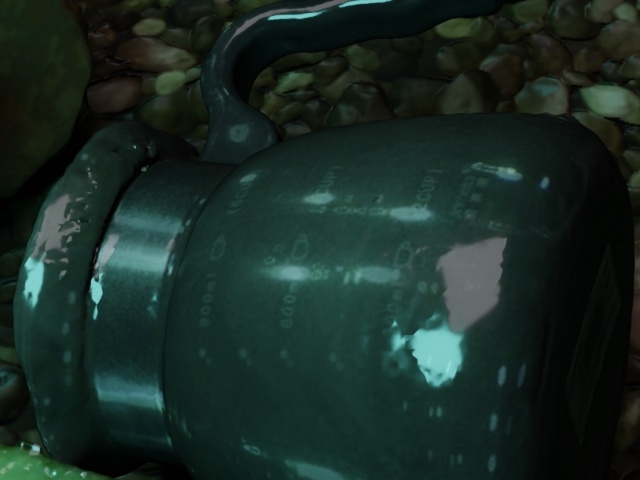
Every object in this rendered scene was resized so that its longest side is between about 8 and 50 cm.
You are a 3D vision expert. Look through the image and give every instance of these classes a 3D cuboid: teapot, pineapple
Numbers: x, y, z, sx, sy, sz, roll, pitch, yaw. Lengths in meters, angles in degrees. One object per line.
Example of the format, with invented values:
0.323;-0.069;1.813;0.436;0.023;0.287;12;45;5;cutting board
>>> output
-0.009;0.003;0.828;0.285;0.223;0.305;7;90;20;teapot
-0.288;-0.149;1.124;0.169;0.169;0.340;-39;45;-21;pineapple

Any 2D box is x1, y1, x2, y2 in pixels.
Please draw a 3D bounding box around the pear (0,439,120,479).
-0.084;0.229;0.731;0.292;0.159;0.292;-8;48;9;pear
